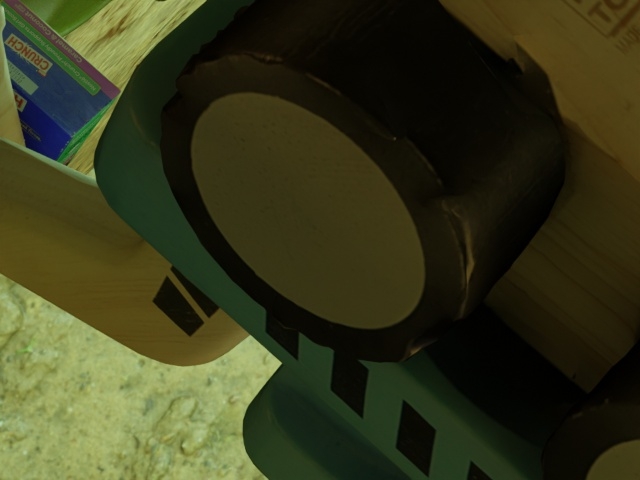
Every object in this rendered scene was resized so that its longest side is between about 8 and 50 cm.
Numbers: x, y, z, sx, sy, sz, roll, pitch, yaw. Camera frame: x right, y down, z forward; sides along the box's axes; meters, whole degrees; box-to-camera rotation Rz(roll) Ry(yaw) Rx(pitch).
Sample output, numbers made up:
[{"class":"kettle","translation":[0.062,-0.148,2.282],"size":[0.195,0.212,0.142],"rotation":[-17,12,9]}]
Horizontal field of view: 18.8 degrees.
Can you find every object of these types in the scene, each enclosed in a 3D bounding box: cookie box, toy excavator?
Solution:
[{"class":"cookie box","translation":[-0.159,-0.071,0.953],"size":[0.040,0.092,0.107],"rotation":[-50,-175,-32]},{"class":"toy excavator","translation":[0.000,0.000,0.720],"size":[0.222,0.433,0.445],"rotation":[-47,176,-33]}]

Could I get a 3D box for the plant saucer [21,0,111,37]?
[{"class":"plant saucer","translation":[-0.092,-0.180,1.013],"size":[0.241,0.037,0.241],"rotation":[-45,-178,2]}]
